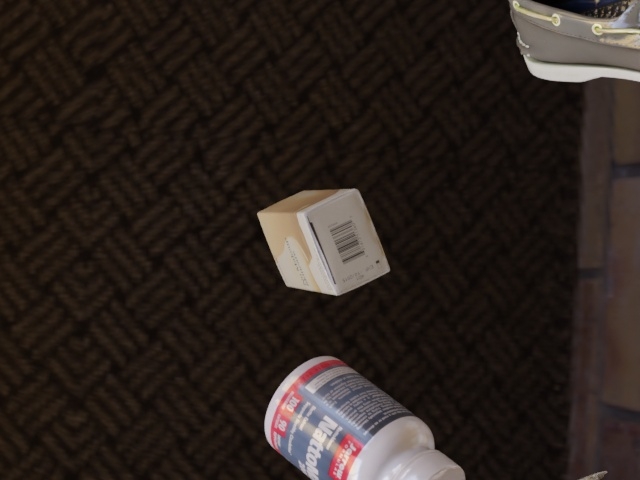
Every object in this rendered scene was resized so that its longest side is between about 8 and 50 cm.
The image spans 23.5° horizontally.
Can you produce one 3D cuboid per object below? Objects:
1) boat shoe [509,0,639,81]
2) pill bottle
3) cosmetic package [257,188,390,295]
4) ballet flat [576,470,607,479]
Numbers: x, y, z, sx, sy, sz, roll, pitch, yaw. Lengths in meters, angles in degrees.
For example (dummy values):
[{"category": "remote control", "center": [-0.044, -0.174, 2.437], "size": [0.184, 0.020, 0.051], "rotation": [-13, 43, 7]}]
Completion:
[{"category": "boat shoe", "center": [0.301, -0.204, 1.391], "size": [0.109, 0.305, 0.091], "rotation": [-51, 127, -31]}, {"category": "pill bottle", "center": [0.043, 0.195, 1.435], "size": [0.108, 0.180, 0.108], "rotation": [-28, 135, -33]}, {"category": "cosmetic package", "center": [0.000, 0.000, 1.010], "size": [0.041, 0.115, 0.060], "rotation": [-24, 97, -15]}, {"category": "ballet flat", "center": [0.303, 0.274, 1.531], "size": [0.096, 0.280, 0.095], "rotation": [62, 28, -45]}]
